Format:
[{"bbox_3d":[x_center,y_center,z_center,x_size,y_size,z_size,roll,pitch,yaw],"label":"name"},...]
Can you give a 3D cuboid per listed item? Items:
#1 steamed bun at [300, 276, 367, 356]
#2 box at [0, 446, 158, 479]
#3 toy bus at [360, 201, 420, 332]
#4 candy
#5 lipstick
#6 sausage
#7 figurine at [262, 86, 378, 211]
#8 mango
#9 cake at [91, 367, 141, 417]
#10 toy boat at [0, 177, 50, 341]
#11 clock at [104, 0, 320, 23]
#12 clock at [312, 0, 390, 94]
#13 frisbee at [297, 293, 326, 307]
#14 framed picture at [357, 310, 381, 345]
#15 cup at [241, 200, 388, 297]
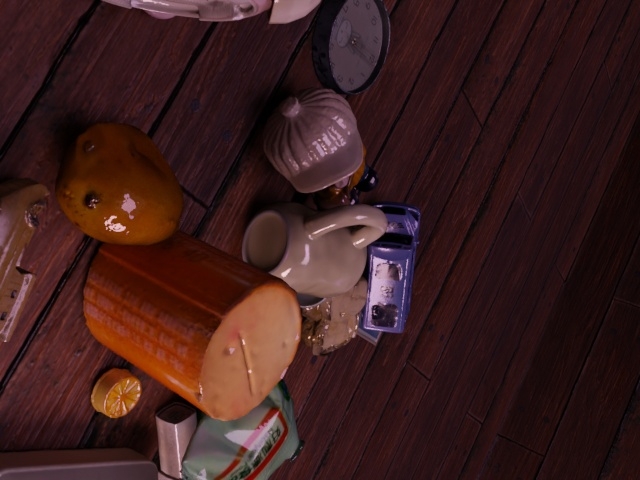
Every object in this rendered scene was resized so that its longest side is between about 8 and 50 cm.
[{"bbox_3d":[0.022,0.145,1.695,0.192,0.106,0.177,-25,130,-46],"label":"steamed bun"},{"bbox_3d":[-0.456,0.520,1.235,0.373,0.091,0.367,19,90,-56],"label":"box"},{"bbox_3d":[0.158,0.062,1.779,0.133,0.126,0.292,-73,168,-67],"label":"toy bus"},{"bbox_3d":[-0.167,0.374,1.428,0.397,0.172,0.262,-62,145,-40],"label":"candy"},{"bbox_3d":[-0.266,0.435,1.461,0.077,0.079,0.252,-30,124,-49],"label":"lipstick"},{"bbox_3d":[-0.203,0.118,1.212,0.233,0.287,0.233,-33,135,-40],"label":"sausage"},{"bbox_3d":[0.001,-0.169,1.487,0.185,0.204,0.332,-50,170,-2],"label":"figurine"},{"bbox_3d":[-0.285,-0.067,1.136,0.136,0.166,0.236,-33,174,18],"label":"mango"},{"bbox_3d":[-0.345,0.256,1.296,0.084,0.044,0.084,-27,127,-43],"label":"cake"},{"bbox_3d":[-0.449,0.066,1.026,0.121,0.089,0.321,36,74,-60],"label":"toy boat"},{"bbox_3d":[-0.184,-0.378,0.964,0.342,0.326,0.183,-6,110,-52],"label":"clock"},{"bbox_3d":[0.067,-0.399,1.543,0.215,0.042,0.214,-28,127,-45],"label":"clock"},{"bbox_3d":[-0.027,0.089,1.595,0.110,0.110,0.014,-58,159,-18],"label":"frisbee"},{"bbox_3d":[0.129,0.199,1.944,0.149,0.011,0.109,37,75,-54],"label":"framed picture"},{"bbox_3d":[-0.004,0.020,1.450,0.202,0.255,0.173,13,80,-47],"label":"cup"}]
